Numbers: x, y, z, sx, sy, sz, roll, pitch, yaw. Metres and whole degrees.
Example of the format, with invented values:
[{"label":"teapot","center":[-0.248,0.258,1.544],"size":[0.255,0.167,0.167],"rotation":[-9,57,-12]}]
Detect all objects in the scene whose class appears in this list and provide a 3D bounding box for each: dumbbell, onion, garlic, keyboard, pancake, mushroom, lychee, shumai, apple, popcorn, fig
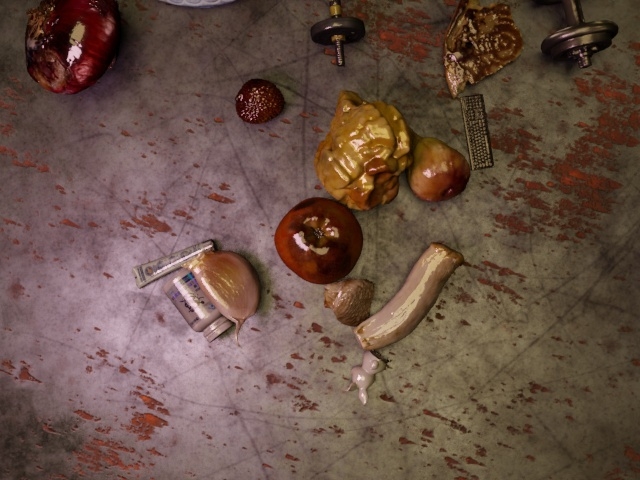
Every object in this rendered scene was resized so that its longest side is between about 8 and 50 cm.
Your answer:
[{"label":"dumbbell","center":[0.038,-0.613,1.855],"size":[0.143,0.143,0.325],"rotation":[-6,87,4]},{"label":"onion","center":[-0.627,-0.520,1.851],"size":[0.314,0.232,0.314],"rotation":[-21,61,41]},{"label":"garlic","center":[-0.216,0.134,1.835],"size":[0.148,0.128,0.266],"rotation":[-35,76,-7]},{"label":"keyboard","center":[0.412,-0.286,1.880],"size":[0.064,0.010,0.198],"rotation":[-9,87,2]},{"label":"pancake","center":[0.400,-0.524,1.871],"size":[0.257,0.056,0.212],"rotation":[-35,93,-6]},{"label":"mushroom","center":[0.228,0.148,1.828],"size":[0.123,0.095,0.351],"rotation":[44,87,-21]},{"label":"dumbbell","center":[0.634,-0.573,1.788],"size":[0.192,0.192,0.290],"rotation":[-11,87,3]},{"label":"lychee","center":[-0.158,-0.363,1.871],"size":[0.129,0.123,0.123],"rotation":[13,88,-4]},{"label":"shumai","center":[0.067,0.143,1.842],"size":[0.116,0.145,0.145],"rotation":[31,90,43]},{"label":"apple","center":[0.000,0.000,1.795],"size":[0.230,0.230,0.230],"rotation":[0,87,4]},{"label":"popcorn","center":[0.104,-0.238,1.779],"size":[0.225,0.265,0.332],"rotation":[11,59,-33]},{"label":"fig","center":[0.270,-0.217,1.837],"size":[0.159,0.159,0.257],"rotation":[-35,66,2]}]

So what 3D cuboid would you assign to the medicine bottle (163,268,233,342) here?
[{"label":"medicine bottle","center":[-0.314,0.167,1.860],"size":[0.107,0.107,0.191],"rotation":[-38,85,1]}]

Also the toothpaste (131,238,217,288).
[{"label":"toothpaste","center":[-0.390,0.058,1.905],"size":[0.239,0.039,0.062],"rotation":[-23,82,4]}]

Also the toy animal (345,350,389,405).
[{"label":"toy animal","center":[0.120,0.347,1.841],"size":[0.071,0.085,0.124],"rotation":[36,96,-12]}]

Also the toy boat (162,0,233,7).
[{"label":"toy boat","center":[-0.309,-0.741,1.897],"size":[0.330,0.123,0.215],"rotation":[2,86,5]}]
